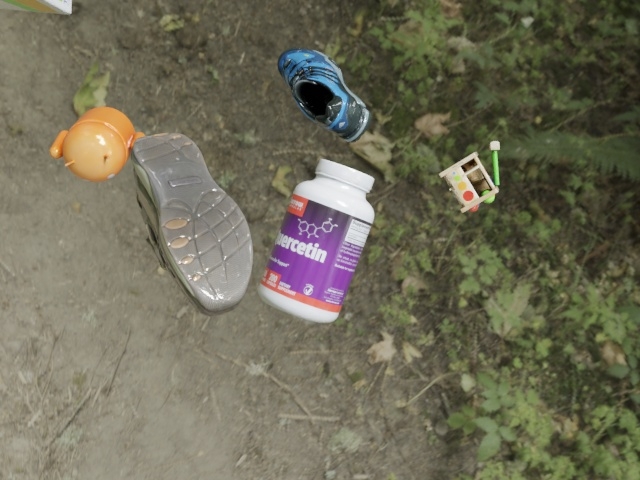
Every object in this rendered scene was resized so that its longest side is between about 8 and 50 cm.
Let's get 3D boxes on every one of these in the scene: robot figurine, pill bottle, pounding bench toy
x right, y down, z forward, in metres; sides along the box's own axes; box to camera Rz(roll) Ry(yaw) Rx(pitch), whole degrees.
[{"bbox_3d":[-0.449,-0.194,1.523,0.158,0.128,0.219,31,19,-16],"label":"robot figurine"},{"bbox_3d":[0.000,0.000,1.587,0.181,0.181,0.323,19,92,-9],"label":"pill bottle"},{"bbox_3d":[0.204,-0.079,0.955,0.065,0.083,0.052,59,16,1],"label":"pounding bench toy"}]

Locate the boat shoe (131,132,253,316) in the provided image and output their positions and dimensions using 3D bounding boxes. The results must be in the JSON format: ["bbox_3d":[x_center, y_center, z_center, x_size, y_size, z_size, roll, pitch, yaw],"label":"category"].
[{"bbox_3d":[-0.198,-0.017,1.148,0.132,0.130,0.355,-8,49,-23],"label":"boat shoe"}]

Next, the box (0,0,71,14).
[{"bbox_3d":[-0.253,-0.232,0.499,0.103,0.203,0.114,6,93,6],"label":"box"}]

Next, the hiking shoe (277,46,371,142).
[{"bbox_3d":[-0.013,-0.333,1.594,0.132,0.113,0.304,14,27,-49],"label":"hiking shoe"}]
